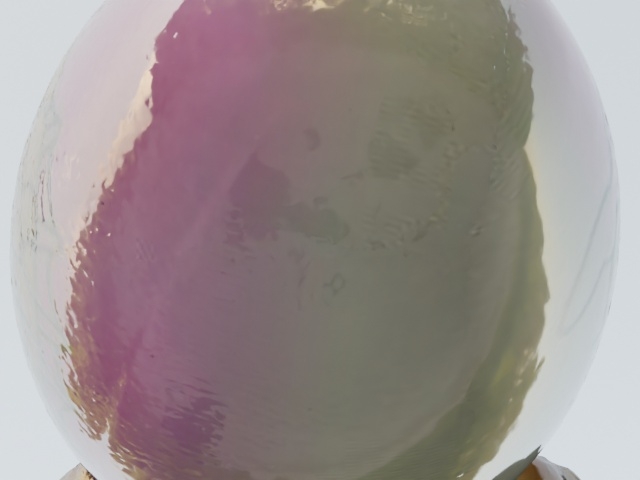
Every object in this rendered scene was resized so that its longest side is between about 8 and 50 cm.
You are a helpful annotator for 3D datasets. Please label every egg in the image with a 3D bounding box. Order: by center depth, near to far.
[{"bbox_3d":[0.000,0.000,0.459,0.196,0.196,0.271,16,-37,-7],"label":"egg"}]

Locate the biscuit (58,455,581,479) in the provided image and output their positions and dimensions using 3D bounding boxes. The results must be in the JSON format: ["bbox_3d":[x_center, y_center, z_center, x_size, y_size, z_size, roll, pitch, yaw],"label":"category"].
[{"bbox_3d":[0.008,0.208,0.691,0.326,0.107,0.325,8,-51,10],"label":"biscuit"}]
